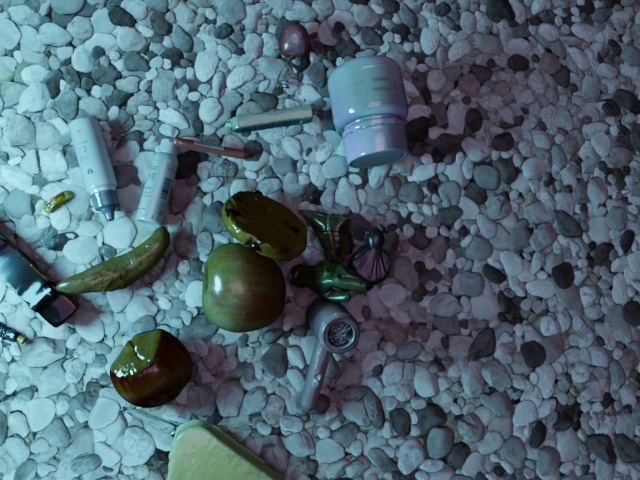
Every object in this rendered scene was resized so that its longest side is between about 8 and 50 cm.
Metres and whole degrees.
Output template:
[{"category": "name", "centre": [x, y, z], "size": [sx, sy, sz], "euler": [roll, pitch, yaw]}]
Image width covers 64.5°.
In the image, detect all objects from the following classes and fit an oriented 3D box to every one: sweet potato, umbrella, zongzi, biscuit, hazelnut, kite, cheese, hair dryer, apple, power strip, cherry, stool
[{"category": "sweet potato", "centre": [-0.582, 0.083, 1.482], "size": [0.342, 0.092, 0.113], "euler": [-32, 119, -21]}, {"category": "umbrella", "centre": [-0.901, 0.252, 1.427], "size": [0.144, 0.037, 0.040], "euler": [28, 64, -2]}, {"category": "zongzi", "centre": [0.000, 0.000, 1.629], "size": [0.178, 0.081, 0.188], "euler": [10, 94, 12]}, {"category": "biscuit", "centre": [-0.166, -0.041, 1.508], "size": [0.296, 0.296, 0.075], "euler": [29, 118, -5]}, {"category": "hazelnut", "centre": [-0.474, 0.365, 1.435], "size": [0.212, 0.180, 0.181], "euler": [-37, 61, -14]}, {"category": "kite", "centre": [-0.307, -0.227, 1.626], "size": [0.044, 0.002, 0.078], "euler": [20, 78, -7]}, {"category": "cheese", "centre": [-0.309, 0.679, 1.430], "size": [0.385, 0.104, 0.383], "euler": [1, 86, -12]}, {"category": "hair dryer", "centre": [0.008, 0.359, 1.513], "size": [0.126, 0.210, 0.352], "euler": [13, 95, -14]}, {"category": "apple", "centre": [-0.220, 0.136, 1.462], "size": [0.234, 0.257, 0.256], "euler": [7, 81, -14]}, {"category": "power strip", "centre": [-0.157, -0.392, 1.638], "size": [0.286, 0.080, 0.048], "euler": [-10, 86, -11]}, {"category": "cherry", "centre": [-0.090, -0.612, 1.684], "size": [0.107, 0.090, 0.225], "euler": [5, 95, -13]}, {"category": "stool", "centre": [0.157, 0.054, 1.611], "size": [0.125, 0.121, 0.216], "euler": [9, 82, -8]}]

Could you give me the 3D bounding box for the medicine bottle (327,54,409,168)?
[{"category": "medicine bottle", "centre": [0.159, -0.401, 1.614], "size": [0.242, 0.241, 0.301], "euler": [-8, 83, -12]}]

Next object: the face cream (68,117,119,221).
[{"category": "face cream", "centre": [-0.664, -0.206, 1.511], "size": [0.092, 0.092, 0.311], "euler": [-18, 86, -13]}]

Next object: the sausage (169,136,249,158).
[{"category": "sausage", "centre": [-0.343, -0.287, 1.582], "size": [0.254, 0.034, 0.034], "euler": [6, 80, -28]}]

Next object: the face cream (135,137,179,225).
[{"category": "face cream", "centre": [-0.489, -0.181, 1.545], "size": [0.082, 0.082, 0.268], "euler": [14, 81, -8]}]

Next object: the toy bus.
[{"category": "toy bus", "centre": [-0.858, 0.081, 1.432], "size": [0.409, 0.092, 0.093], "euler": [44, 79, -2]}]

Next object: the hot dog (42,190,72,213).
[{"category": "hot dog", "centre": [-0.784, -0.116, 1.504], "size": [0.090, 0.034, 0.030], "euler": [-41, 90, -12]}]

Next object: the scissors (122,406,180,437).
[{"category": "scissors", "centre": [-0.438, 0.550, 1.476], "size": [0.300, 0.022, 0.109], "euler": [29, 80, -9]}]

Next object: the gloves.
[{"category": "gloves", "centre": [0.029, 0.118, 1.530], "size": [0.269, 0.107, 0.135], "euler": [6, 66, 24]}]
